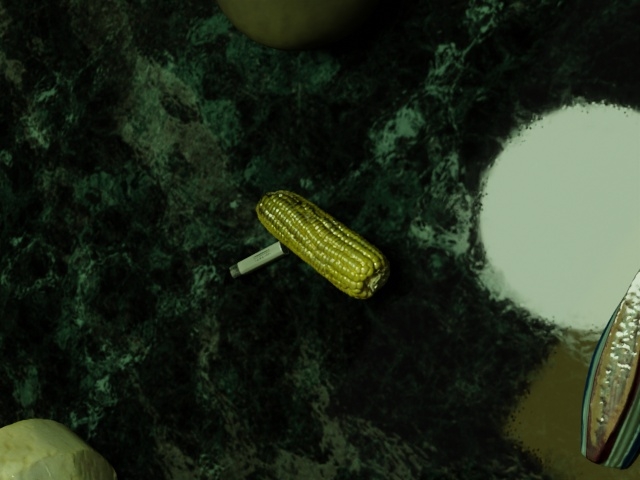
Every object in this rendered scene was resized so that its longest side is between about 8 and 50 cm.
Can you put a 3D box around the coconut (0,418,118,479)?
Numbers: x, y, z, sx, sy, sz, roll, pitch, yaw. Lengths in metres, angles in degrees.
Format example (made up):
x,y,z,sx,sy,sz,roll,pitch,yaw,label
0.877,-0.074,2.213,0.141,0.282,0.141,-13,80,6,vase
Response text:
x,y,z,sx,sy,sz,roll,pitch,yaw,label
-0.385,0.355,1.474,0.259,0.259,0.259,-4,82,32,coconut

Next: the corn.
x,y,z,sx,sy,sz,roll,pitch,yaw,label
0.000,0.000,1.381,0.203,0.072,0.072,36,103,31,corn

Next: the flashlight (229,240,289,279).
x,y,z,sx,sy,sz,roll,pitch,yaw,label
-0.079,0.026,1.458,0.083,0.018,0.018,-27,70,26,flashlight

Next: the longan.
x,y,z,sx,sy,sz,roll,pitch,yaw,label
-0.032,-0.325,1.374,0.220,0.196,0.196,28,99,20,longan

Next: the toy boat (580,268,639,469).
x,y,z,sx,sy,sz,roll,pitch,yaw,label
0.319,0.124,1.184,0.080,0.046,0.229,19,96,35,toy boat
